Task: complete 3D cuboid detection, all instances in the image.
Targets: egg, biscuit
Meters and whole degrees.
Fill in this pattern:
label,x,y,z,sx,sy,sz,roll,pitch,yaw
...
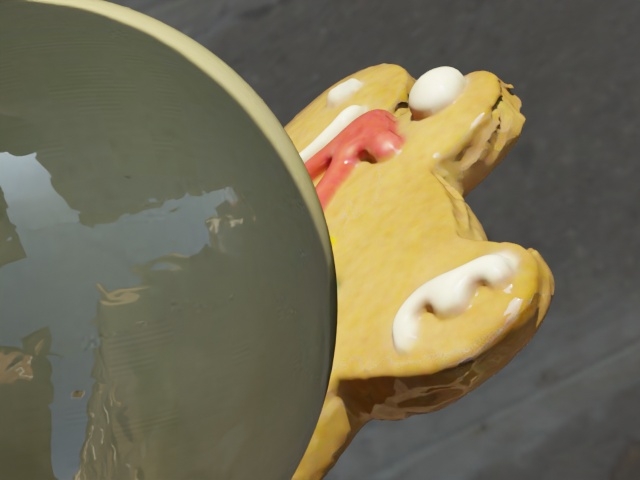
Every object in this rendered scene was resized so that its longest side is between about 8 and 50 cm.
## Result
label,x,y,z,sx,sy,sz,roll,pitch,yaw
egg,-0.091,0.028,0.580,0.186,0.242,0.186,7,67,-17
biscuit,0.000,0.000,0.885,0.216,0.340,0.047,-35,113,18
